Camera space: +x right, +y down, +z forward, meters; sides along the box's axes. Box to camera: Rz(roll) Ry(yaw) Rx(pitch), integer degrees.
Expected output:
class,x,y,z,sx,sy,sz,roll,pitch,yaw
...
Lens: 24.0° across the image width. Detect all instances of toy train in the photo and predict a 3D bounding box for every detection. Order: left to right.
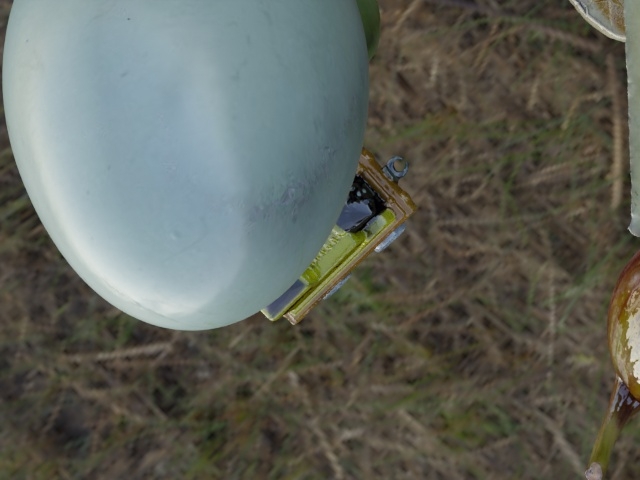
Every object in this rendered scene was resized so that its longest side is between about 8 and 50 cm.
class,x,y,z,sx,sy,sz,roll,pitch,yaw
toy train,0.000,0.000,1.442,0.219,0.127,0.089,-43,85,22

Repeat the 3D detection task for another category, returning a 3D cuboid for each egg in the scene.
class,x,y,z,sx,sy,sz,roll,pitch,yaw
egg,-0.065,-0.073,0.748,0.183,0.264,0.183,-4,139,-3

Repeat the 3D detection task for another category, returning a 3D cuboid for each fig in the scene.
class,x,y,z,sx,sy,sz,roll,pitch,yaw
fig,0.293,0.088,1.223,0.175,0.175,0.207,46,116,1

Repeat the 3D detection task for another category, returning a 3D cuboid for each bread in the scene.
class,x,y,z,sx,sy,sz,roll,pitch,yaw
bread,0.316,-0.313,1.776,0.073,0.053,0.214,-35,71,8

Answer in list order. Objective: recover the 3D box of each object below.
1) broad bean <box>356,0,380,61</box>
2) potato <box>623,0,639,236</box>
class,x,y,z,sx,sy,sz,roll,pitch,yaw
broad bean,-0.035,-0.201,1.282,0.100,0.169,0.228,-3,142,35
potato,0.366,-0.154,1.300,0.112,0.255,0.269,9,110,36
